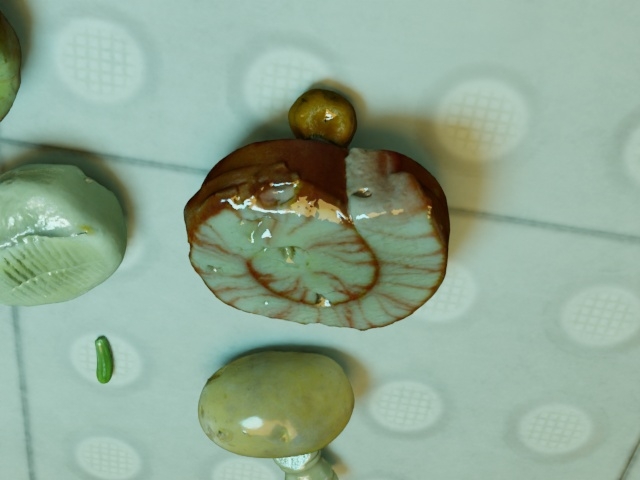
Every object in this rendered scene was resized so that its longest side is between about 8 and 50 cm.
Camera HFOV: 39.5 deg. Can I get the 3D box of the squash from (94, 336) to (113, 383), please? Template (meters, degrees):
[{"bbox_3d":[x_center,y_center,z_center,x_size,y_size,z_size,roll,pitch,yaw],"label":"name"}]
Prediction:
[{"bbox_3d":[-0.340,0.188,1.401,0.027,0.027,0.089,8,123,1],"label":"squash"}]

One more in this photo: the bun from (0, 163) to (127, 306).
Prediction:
[{"bbox_3d":[-0.374,-0.015,1.194,0.229,0.145,0.229,-15,153,-8],"label":"bun"}]

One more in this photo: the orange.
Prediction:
[{"bbox_3d":[0.002,-0.147,1.098,0.086,0.062,0.086,-1,94,-9],"label":"orange"}]

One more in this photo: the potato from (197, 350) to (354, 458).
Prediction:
[{"bbox_3d":[-0.066,0.246,1.329,0.234,0.146,0.150,-8,103,8],"label":"potato"}]

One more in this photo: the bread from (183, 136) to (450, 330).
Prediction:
[{"bbox_3d":[-0.003,0.002,1.135,0.328,0.114,0.295,3,144,3],"label":"bread"}]

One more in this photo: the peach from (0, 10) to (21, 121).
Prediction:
[{"bbox_3d":[-0.472,-0.217,1.026,0.235,0.214,0.214,28,126,6],"label":"peach"}]

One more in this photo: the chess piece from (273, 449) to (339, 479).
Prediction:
[{"bbox_3d":[-0.042,0.330,1.447,0.090,0.090,0.200,-15,112,16],"label":"chess piece"}]
